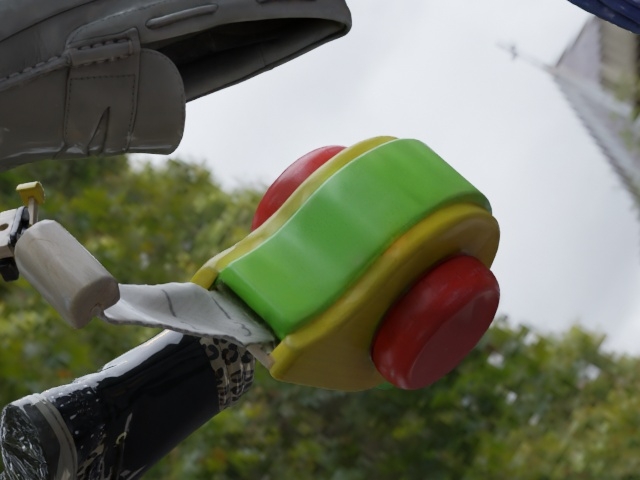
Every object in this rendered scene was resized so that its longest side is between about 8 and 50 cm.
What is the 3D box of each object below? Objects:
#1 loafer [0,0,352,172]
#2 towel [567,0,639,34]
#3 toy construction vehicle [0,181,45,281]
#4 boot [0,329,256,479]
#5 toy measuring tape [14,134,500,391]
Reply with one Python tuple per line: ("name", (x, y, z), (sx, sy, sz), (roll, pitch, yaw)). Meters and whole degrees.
("loafer", (-0.117, -0.093, 0.910), (0.319, 0.111, 0.112), (-33, -13, -26))
("towel", (0.191, -0.221, 0.602), (0.336, 0.040, 0.243), (-53, -29, 17))
("toy construction vehicle", (-0.207, 0.004, 0.982), (0.098, 0.086, 0.035), (-90, -18, -53))
("boot", (-0.137, 0.146, 1.184), (0.179, 0.085, 0.236), (-30, -23, -26))
("toy measuring tape", (0.000, 0.000, 0.713), (0.121, 0.121, 0.330), (-60, -26, 5))
